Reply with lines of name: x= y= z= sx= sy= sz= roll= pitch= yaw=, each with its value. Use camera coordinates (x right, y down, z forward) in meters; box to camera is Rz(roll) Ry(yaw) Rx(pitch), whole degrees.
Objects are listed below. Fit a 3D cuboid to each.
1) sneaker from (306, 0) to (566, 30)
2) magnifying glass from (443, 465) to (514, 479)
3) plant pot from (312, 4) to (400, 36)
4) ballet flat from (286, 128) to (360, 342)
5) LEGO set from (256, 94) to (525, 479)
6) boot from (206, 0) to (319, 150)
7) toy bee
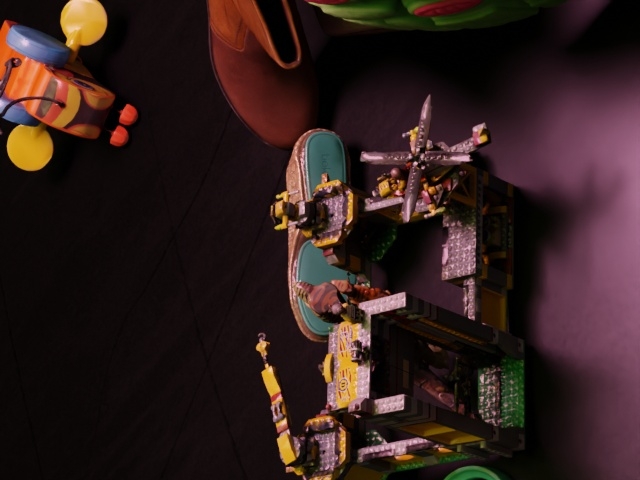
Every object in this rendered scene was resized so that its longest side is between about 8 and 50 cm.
sneaker: x=0.184 y=-0.316 z=1.574 sx=0.483 sy=0.185 sz=0.202 roll=-26 pitch=70 yaw=15
magnifying glass: x=0.168 y=0.255 z=1.619 sx=0.231 sy=0.026 sz=0.092 roll=28 pitch=101 yaw=48
plant pot: x=0.065 y=-0.300 z=1.749 sx=0.263 sy=0.263 sz=0.229 roll=-3 pitch=95 yaw=49
ballet flat: x=0.000 y=0.000 z=1.865 sx=0.067 sy=0.073 sz=0.206 roll=135 pitch=140 yaw=-68
LEGO set: x=0.035 y=0.054 z=1.671 sx=0.255 sy=0.192 sz=0.331 roll=-5 pitch=71 yaw=42
boot: x=-0.038 y=-0.187 z=1.789 sx=0.280 sy=0.096 sz=0.264 roll=-134 pitch=33 yaw=-73
toy bee: x=-0.287 y=-0.151 z=2.185 sx=0.195 sy=0.162 sz=0.298 roll=-57 pitch=18 yaw=33
